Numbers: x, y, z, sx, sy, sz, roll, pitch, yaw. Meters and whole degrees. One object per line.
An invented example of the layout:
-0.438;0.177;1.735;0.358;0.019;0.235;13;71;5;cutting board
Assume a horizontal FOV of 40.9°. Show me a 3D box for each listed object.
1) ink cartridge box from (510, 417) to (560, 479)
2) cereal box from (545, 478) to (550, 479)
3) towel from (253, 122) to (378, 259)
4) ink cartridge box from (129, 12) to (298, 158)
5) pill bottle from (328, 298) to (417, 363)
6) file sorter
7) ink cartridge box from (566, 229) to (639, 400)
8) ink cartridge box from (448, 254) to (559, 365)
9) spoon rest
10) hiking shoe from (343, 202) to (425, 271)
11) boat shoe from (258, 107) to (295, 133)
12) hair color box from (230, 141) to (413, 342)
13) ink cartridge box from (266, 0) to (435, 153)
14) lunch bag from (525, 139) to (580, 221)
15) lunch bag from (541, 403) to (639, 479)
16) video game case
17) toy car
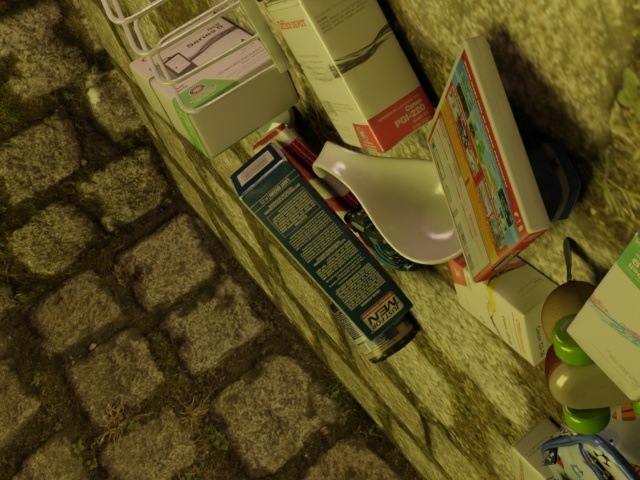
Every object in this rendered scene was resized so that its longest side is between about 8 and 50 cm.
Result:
0.421;0.417;1.425;0.208;0.087;0.153;44;165;35;ink cartridge box
0.397;0.427;1.125;0.173;0.047;0.240;59;162;-20;cereal box
0.014;-0.077;1.587;0.329;0.037;0.237;44;169;-10;towel
-0.200;-0.290;1.569;0.273;0.198;0.114;40;161;46;ink cartridge box
0.095;0.142;1.816;0.219;0.123;0.123;54;168;1;pill bottle
-0.194;-0.335;1.157;0.192;0.173;0.277;62;-176;34;file sorter
0.297;0.026;0.668;0.093;0.154;0.212;49;167;21;ink cartridge box
0.265;0.087;1.160;0.198;0.067;0.115;41;162;45;ink cartridge box
0.095;-0.065;1.160;0.276;0.137;0.084;29;-179;32;spoon rest
0.134;-0.013;1.334;0.132;0.113;0.304;49;179;-10;hiking shoe
-0.125;-0.255;1.668;0.229;0.076;0.080;13;109;38;boat shoe
0.000;0.000;1.488;0.347;0.105;0.174;49;-178;-19;hair color box
0.036;-0.230;1.088;0.217;0.092;0.158;57;172;-19;ink cartridge box
0.232;-0.059;0.897;0.098;0.065;0.067;84;166;-64;lunch bag
0.435;0.350;1.144;0.303;0.115;0.243;51;165;9;lunch bag
0.175;-0.073;0.951;0.285;0.025;0.203;92;163;-78;video game case
0.310;0.091;0.962;0.188;0.149;0.155;-96;-10;-48;toy car
